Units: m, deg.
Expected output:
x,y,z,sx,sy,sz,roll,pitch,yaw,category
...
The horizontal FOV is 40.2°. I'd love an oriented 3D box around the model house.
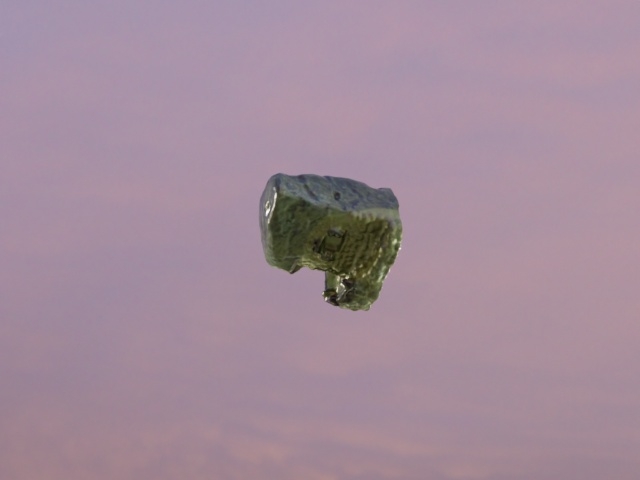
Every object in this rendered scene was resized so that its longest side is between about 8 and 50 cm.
x,y,z,sx,sy,sz,roll,pitch,yaw,category
0.000,0.000,0.556,0.083,0.066,0.078,8,-45,-17,model house
